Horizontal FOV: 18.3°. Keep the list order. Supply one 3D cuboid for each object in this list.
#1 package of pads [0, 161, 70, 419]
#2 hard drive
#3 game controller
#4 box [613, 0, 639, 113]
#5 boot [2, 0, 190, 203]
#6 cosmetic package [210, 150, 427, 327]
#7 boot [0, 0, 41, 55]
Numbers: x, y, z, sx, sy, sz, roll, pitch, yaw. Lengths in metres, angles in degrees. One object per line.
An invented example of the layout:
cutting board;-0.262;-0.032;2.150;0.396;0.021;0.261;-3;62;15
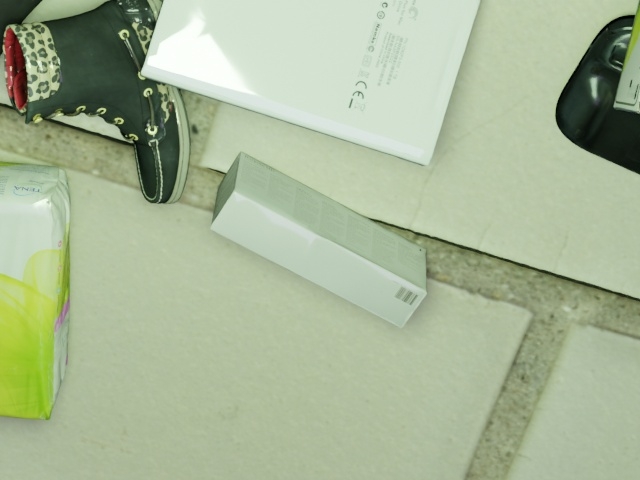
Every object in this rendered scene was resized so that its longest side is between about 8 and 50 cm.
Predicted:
package of pads;-0.390;0.053;2.190;0.229;0.101;0.296;4;119;0
hard drive;-0.007;-0.217;2.017;0.307;0.040;0.203;17;90;-8
game controller;0.412;-0.118;2.100;0.319;0.067;0.166;23;131;-10
box;0.458;-0.181;1.997;0.290;0.087;0.169;11;95;-9
boot;-0.231;-0.135;2.047;0.178;0.085;0.236;-16;116;-29
cosmetic package;0.000;0.000;2.150;0.239;0.099;0.060;28;118;-12
boot;-0.416;-0.330;1.970;0.377;0.138;0.284;30;116;-19
